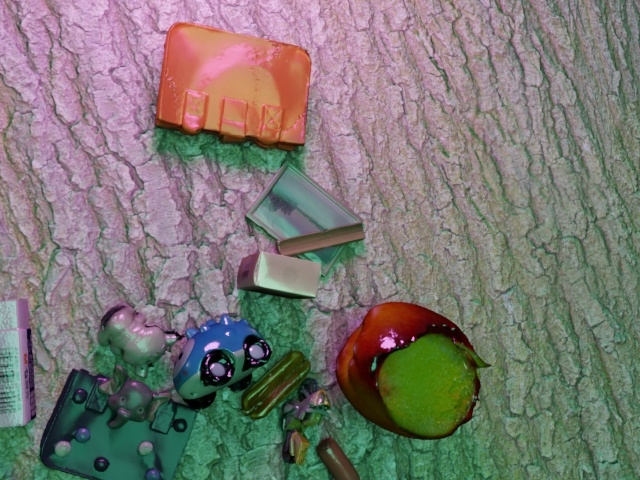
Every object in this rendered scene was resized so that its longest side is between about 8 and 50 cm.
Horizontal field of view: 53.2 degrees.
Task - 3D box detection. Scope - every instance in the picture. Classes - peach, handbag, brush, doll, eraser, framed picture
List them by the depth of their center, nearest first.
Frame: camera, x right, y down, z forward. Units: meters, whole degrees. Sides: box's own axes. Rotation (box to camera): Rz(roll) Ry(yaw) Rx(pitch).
[{"bbox_3d":[-0.717,0.279,1.477,0.086,0.130,0.287,-4,86,-17],"label":"eraser"},{"bbox_3d":[-0.480,0.449,1.549,0.326,0.118,0.269,23,75,-18],"label":"handbag"},{"bbox_3d":[-0.457,0.240,1.593,0.192,0.095,0.149,38,70,-9],"label":"doll"},{"bbox_3d":[0.222,0.336,1.702,0.406,0.310,0.334,24,88,-30],"label":"peach"},{"bbox_3d":[-0.231,-0.412,1.754,0.411,0.116,0.303,7,83,-18],"label":"handbag"},{"bbox_3d":[0.000,0.000,1.798,0.283,0.048,0.054,-13,90,-28],"label":"brush"},{"bbox_3d":[-0.041,-0.064,1.822,0.289,0.016,0.213,39,72,-11],"label":"framed picture"}]

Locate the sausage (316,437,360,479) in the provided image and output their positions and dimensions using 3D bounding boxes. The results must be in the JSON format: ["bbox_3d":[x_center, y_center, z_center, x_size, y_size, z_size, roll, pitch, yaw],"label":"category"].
[{"bbox_3d":[0.050,0.611,1.740,0.062,0.062,0.154,-36,94,-20],"label":"sausage"}]

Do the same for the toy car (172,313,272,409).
[{"bbox_3d":[-0.260,0.289,1.603,0.255,0.188,0.190,-21,68,-41],"label":"toy car"}]

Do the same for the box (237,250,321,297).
[{"bbox_3d":[-0.113,0.094,1.671,0.168,0.212,0.095,14,79,-17],"label":"box"}]

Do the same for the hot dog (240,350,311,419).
[{"bbox_3d":[-0.123,0.390,1.709,0.236,0.062,0.092,-37,96,-23],"label":"hot dog"}]

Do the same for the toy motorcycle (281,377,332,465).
[{"bbox_3d":[-0.039,0.480,1.690,0.094,0.130,0.229,25,74,-36],"label":"toy motorcycle"}]
